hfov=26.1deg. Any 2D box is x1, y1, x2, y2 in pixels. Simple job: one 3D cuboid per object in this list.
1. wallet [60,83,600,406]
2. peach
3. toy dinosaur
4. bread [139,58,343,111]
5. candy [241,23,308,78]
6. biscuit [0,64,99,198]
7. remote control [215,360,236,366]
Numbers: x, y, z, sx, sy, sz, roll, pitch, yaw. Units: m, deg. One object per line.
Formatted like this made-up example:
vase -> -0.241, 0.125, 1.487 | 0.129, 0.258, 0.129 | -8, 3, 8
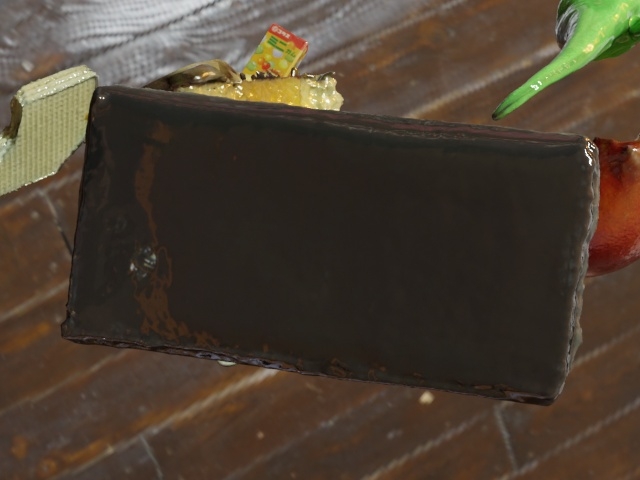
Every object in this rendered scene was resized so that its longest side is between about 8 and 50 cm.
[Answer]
wallet -> 0.000, 0.000, 0.736 | 0.285, 0.030, 0.146 | 7, 87, 13
peach -> 0.406, -0.048, 1.995 | 0.258, 0.362, 0.201 | -4, 89, -5
toy dinosaur -> 0.335, -0.287, 1.945 | 0.500, 0.374, 0.144 | -35, 95, -21
bread -> -0.117, -0.117, 1.545 | 0.262, 0.204, 0.162 | -6, 92, -47
candy -> -0.074, -0.253, 2.038 | 0.062, 0.038, 0.122 | 29, 80, 6
biscuit -> -0.392, -0.125, 1.740 | 0.250, 0.046, 0.147 | -27, 146, -30
remote control -> -0.035, 0.120, 2.229 | 0.309, 0.038, 0.090 | -19, 73, -10
